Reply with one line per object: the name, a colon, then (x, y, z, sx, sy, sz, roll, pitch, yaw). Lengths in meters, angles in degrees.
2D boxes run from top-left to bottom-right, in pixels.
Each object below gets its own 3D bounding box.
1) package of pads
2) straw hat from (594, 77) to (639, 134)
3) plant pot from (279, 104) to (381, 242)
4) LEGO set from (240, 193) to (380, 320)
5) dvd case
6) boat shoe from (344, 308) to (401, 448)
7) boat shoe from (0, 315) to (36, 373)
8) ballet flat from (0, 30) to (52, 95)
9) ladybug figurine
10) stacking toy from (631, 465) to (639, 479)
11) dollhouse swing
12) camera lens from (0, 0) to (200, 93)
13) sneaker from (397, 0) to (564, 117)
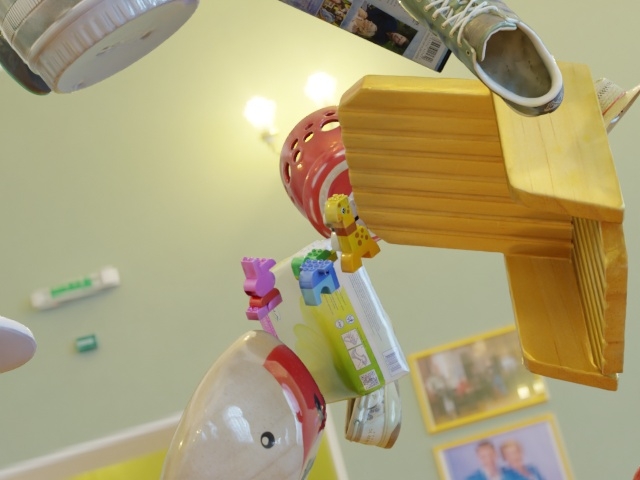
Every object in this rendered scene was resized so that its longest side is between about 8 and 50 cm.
package of pads: (0.004, 0.125, 1.904, 0.101, 0.229, 0.296, -23, -2, -23)
straw hat: (0.377, -0.183, 1.707, 0.144, 0.061, 0.144, -49, -9, -10)
plant pot: (0.042, -0.096, 1.936, 0.191, 0.191, 0.174, -14, 23, -5)
LEGO set: (0.000, 0.000, 1.514, 0.087, 0.093, 0.227, 1, 28, 39)
dvd case: (0.084, -0.347, 1.667, 0.253, 0.022, 0.180, 24, -59, -6)
boat shoe: (0.076, 0.218, 2.150, 0.089, 0.285, 0.105, 7, -46, -14)
boat shoe: (-0.454, 0.093, 1.481, 0.258, 0.084, 0.095, 17, -56, -41)
ballet flat: (-0.520, -0.365, 2.112, 0.095, 0.280, 0.096, -19, -28, -44)
ladybug figurine: (-0.091, 0.278, 1.701, 0.161, 0.305, 0.449, 20, 3, 5)
stacking toy: (0.536, 0.239, 1.659, 0.308, 0.280, 0.130, -12, 8, -14)
dollhouse swing: (0.189, -0.010, 1.536, 0.304, 0.315, 0.347, -7, -40, 5)
camera lens: (-0.290, -0.332, 1.423, 0.219, 0.274, 0.219, -33, -1, -1)
sneaker: (0.125, -0.173, 1.005, 0.064, 0.192, 0.086, -44, 6, 5)
